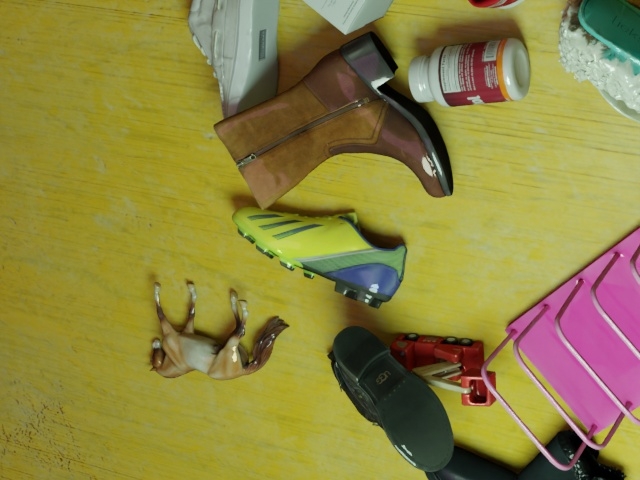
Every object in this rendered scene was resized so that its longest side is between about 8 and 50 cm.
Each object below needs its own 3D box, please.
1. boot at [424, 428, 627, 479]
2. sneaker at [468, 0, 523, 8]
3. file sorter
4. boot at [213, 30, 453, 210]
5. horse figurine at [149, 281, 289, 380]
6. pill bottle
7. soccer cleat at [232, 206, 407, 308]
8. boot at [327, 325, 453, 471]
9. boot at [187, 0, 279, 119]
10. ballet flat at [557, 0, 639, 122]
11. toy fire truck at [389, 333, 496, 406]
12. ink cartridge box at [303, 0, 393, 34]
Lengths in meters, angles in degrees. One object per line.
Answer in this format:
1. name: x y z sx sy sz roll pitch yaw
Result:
1. boot: 0.301 0.339 2.008 0.246 0.094 0.207 38 125 3
2. sneaker: 0.281 -0.361 1.743 0.221 0.128 0.087 -40 87 32
3. file sorter: 0.392 0.148 1.842 0.202 0.182 0.291 50 122 3
4. boot: 0.021 -0.119 1.939 0.280 0.096 0.264 -31 102 18
5. horse figurine: -0.180 0.162 2.212 0.263 0.066 0.174 9 106 27
6. pill bottle: 0.202 -0.227 1.859 0.152 0.086 0.086 -2 107 29
7. soccer cleat: 0.001 0.000 2.062 0.289 0.093 0.121 25 87 22
8. boot: 0.100 0.242 2.022 0.091 0.229 0.263 -33 74 -11
9. boot: -0.135 -0.278 2.023 0.123 0.095 0.258 20 112 31
10. ballet flat: 0.475 -0.172 1.734 0.409 0.147 0.147 39 121 13
11. toy fire truck: 0.178 0.188 1.994 0.192 0.135 0.047 4 110 26
12. ink cartridge box: 0.012 -0.375 1.878 0.175 0.127 0.072 40 124 10
